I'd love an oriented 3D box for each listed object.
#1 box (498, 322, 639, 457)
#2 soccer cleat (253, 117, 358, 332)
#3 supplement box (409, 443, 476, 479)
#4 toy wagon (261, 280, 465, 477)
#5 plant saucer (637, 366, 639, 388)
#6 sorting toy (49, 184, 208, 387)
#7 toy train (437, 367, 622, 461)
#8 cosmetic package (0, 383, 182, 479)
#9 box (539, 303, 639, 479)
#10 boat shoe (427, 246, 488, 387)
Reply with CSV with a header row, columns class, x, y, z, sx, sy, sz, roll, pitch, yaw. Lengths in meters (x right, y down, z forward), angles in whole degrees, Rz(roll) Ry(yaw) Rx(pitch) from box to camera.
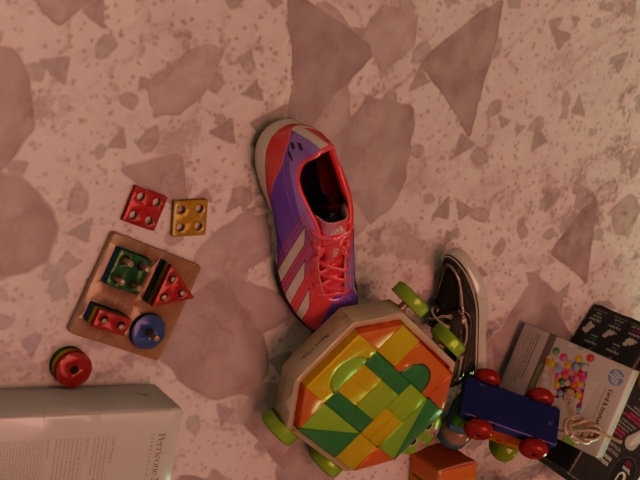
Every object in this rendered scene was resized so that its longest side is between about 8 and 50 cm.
class,x,y,z,sx,sy,sz,roll,pitch,yaw
box,0.374,0.229,1.730,0.038,0.186,0.145,16,97,-59
soccer cleat,0.000,0.000,1.449,0.109,0.116,0.318,-27,119,-25
supplement box,0.182,0.438,1.737,0.080,0.078,0.233,-9,110,-31
toy wagon,0.087,0.218,1.574,0.267,0.068,0.344,-44,132,1
plant saucer,0.530,0.206,1.753,0.083,0.015,0.083,-9,107,-29
sorting toy,-0.216,0.066,1.373,0.132,0.046,0.274,24,91,-37
toy train,0.305,0.293,1.683,0.248,0.143,0.105,20,56,-7
cosmetic package,-0.339,0.366,1.357,0.284,0.097,0.377,4,103,-32
box,0.466,0.268,1.828,0.165,0.143,0.270,38,82,-34
boat shoe,0.198,0.118,1.644,0.070,0.078,0.219,-23,118,-27
